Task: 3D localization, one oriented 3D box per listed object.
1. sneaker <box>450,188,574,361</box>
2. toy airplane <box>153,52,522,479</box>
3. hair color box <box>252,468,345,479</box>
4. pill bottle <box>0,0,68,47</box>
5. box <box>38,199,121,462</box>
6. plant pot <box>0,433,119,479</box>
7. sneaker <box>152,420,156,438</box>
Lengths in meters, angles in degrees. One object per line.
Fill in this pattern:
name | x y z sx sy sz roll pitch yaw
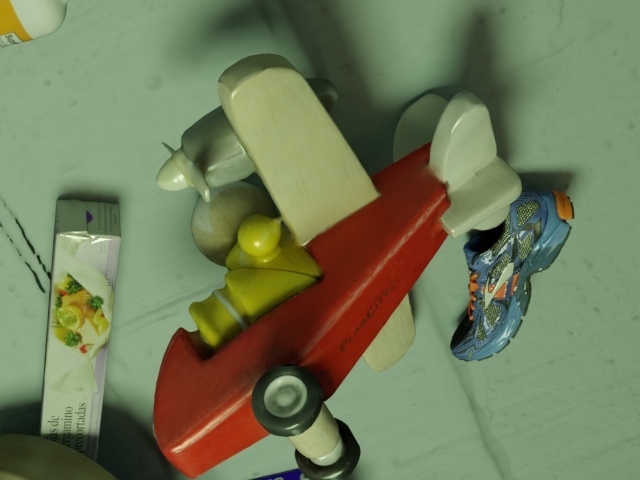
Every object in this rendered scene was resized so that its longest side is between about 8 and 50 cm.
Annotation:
sneaker | 0.187 0.033 1.165 0.087 0.083 0.221 19 113 -8
toy airplane | 0.000 0.000 1.010 0.384 0.272 0.386 -16 126 -50
hair color box | -0.117 0.405 1.323 0.338 0.110 0.185 -14 124 -5
pill bottle | -0.283 -0.215 0.846 0.245 0.136 0.136 -15 125 -2
box | -0.253 0.110 1.116 0.063 0.067 0.324 4 123 -14
plant pot | -0.341 0.409 1.090 0.323 0.280 0.323 12 120 22
sneaker | -0.119 0.200 1.215 0.152 0.054 0.061 -25 122 6
